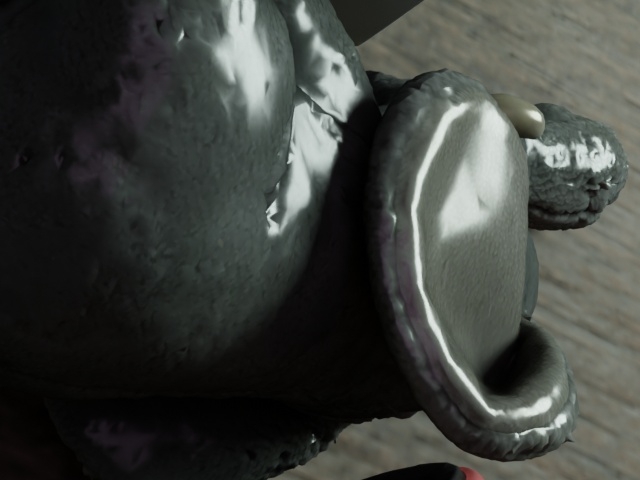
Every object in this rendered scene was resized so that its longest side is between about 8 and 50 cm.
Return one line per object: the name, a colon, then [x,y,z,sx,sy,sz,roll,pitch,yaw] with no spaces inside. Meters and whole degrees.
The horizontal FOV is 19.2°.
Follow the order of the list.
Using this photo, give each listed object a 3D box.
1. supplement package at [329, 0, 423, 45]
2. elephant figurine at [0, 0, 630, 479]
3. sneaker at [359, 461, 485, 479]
supplement package: [0.012,-0.199,0.533,0.149,0.194,0.203,20,66,-25]
elephant figurine: [0.000,0.000,0.499,0.239,0.169,0.186,40,87,-32]
sneaker: [-0.028,0.191,0.434,0.314,0.116,0.136,-42,102,-31]
